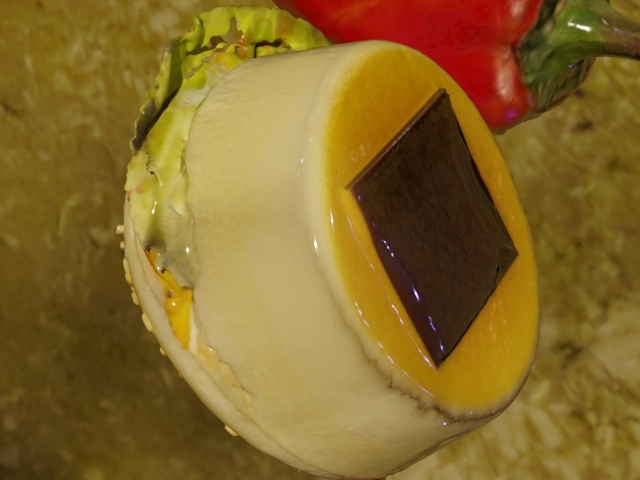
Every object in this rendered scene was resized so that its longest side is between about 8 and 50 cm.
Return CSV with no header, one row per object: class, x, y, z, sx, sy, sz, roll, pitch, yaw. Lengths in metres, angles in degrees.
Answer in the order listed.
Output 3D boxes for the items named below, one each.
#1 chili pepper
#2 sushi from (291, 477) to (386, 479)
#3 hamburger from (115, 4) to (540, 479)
chili pepper,0.069,-0.121,0.832,0.131,0.338,0.134,-52,161,7
sushi,-0.022,0.214,1.003,0.103,0.226,0.097,23,151,4
hamburger,0.000,0.000,0.506,0.081,0.126,0.141,-17,125,34
